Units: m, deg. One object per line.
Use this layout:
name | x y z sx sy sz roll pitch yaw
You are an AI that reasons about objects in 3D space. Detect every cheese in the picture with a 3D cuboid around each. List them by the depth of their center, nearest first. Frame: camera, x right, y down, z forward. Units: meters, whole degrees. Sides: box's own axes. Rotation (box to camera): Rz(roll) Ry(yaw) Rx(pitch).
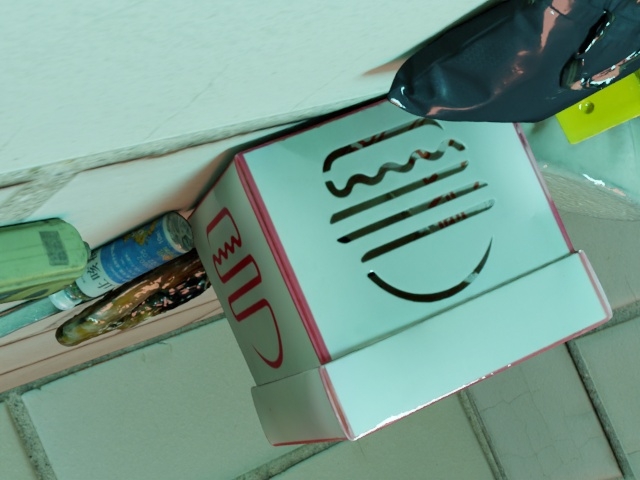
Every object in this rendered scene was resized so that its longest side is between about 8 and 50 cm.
cheese | 0.285 -0.197 1.223 0.093 0.126 0.171 -23 -164 23

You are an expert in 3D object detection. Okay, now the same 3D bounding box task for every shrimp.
shrimp | -0.199 0.051 1.586 0.365 0.071 0.233 -27 178 -21

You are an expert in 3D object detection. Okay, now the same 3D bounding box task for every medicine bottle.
medicine bottle | -0.233 0.025 1.329 0.191 0.051 0.051 -26 174 24

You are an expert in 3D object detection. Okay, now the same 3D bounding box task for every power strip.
power strip | -0.327 0.038 0.962 0.092 0.066 0.387 -23 176 31

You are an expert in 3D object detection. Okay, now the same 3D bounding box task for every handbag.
handbag | 0.209 -0.168 1.020 0.211 0.088 0.254 -32 161 36

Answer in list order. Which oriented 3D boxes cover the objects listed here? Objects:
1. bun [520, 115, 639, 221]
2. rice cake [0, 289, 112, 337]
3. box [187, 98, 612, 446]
bun | 0.305 -0.139 1.424 0.263 0.175 0.263 18 177 1
rice cake | -0.362 0.087 1.532 0.180 0.030 0.042 -23 -179 -6
box | 0.064 0.028 1.244 0.314 0.300 0.312 -22 175 -19
